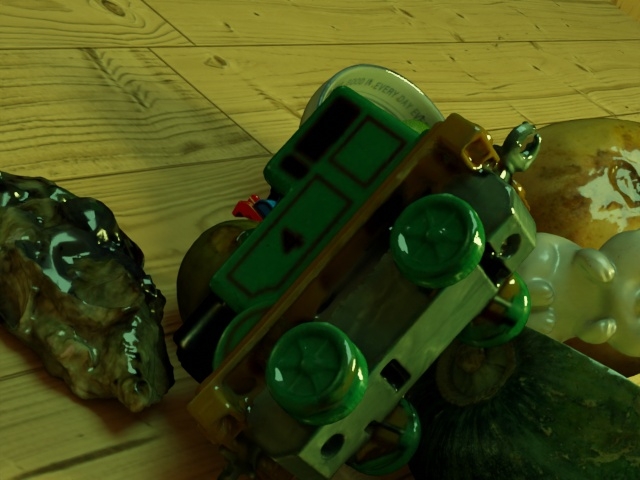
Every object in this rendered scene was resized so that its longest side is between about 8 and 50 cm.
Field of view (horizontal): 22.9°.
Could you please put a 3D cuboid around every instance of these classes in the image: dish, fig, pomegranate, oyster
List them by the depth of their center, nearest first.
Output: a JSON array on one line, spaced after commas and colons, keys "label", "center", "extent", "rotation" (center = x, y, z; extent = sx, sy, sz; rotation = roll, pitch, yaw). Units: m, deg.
[{"label": "oyster", "center": [-0.243, 0.028, 1.481], "extent": [0.221, 0.096, 0.361], "rotation": [11, 27, -23]}, {"label": "fig", "center": [-0.074, 0.048, 1.564], "extent": [0.144, 0.154, 0.166], "rotation": [-1, -27, 22]}, {"label": "pomegranate", "center": [0.317, 0.018, 1.893], "extent": [0.338, 0.338, 0.338], "rotation": [25, 25, -12]}, {"label": "dish", "center": [0.051, -0.066, 1.942], "extent": [0.273, 0.134, 0.273], "rotation": [23, 55, -37]}]

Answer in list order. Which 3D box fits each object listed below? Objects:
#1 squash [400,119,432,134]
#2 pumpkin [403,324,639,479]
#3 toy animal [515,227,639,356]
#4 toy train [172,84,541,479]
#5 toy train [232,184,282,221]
[{"label": "squash", "center": [0.126, 0.024, 1.786], "extent": [0.101, 0.101, 0.379], "rotation": [10, 57, -38]}, {"label": "pumpkin", "center": [0.207, 0.205, 1.511], "extent": [0.293, 0.197, 0.263], "rotation": [27, -4, 46]}, {"label": "toy animal", "center": [0.291, 0.050, 1.640], "extent": [0.193, 0.127, 0.178], "rotation": [-5, 7, 3]}, {"label": "toy train", "center": [0.021, 0.037, 1.409], "extent": [0.249, 0.429, 0.178], "rotation": [40, -4, 34]}, {"label": "toy train", "center": [0.000, 0.000, 1.750], "extent": [0.082, 0.131, 0.204], "rotation": [3, 36, -45]}]
